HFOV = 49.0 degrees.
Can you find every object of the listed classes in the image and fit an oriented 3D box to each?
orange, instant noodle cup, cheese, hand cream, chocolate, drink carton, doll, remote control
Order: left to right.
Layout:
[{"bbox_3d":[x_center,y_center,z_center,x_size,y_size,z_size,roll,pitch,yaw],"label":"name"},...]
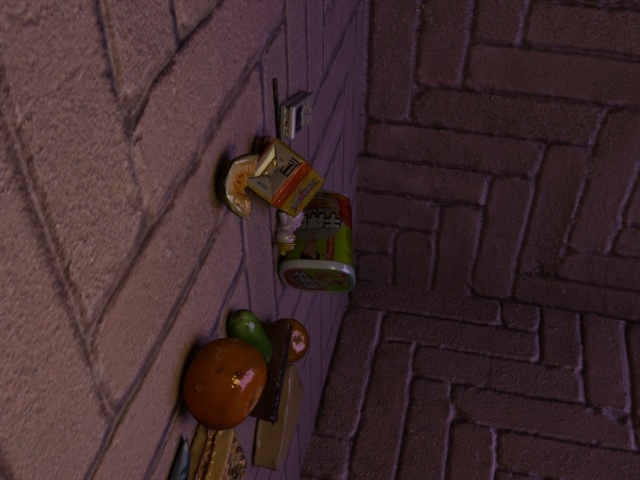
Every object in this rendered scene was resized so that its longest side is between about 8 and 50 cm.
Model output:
[{"bbox_3d":[-0.329,0.578,1.578,0.091,0.058,0.272,93,5,-50],"label":"hand cream"},{"bbox_3d":[-0.225,0.329,1.624,0.224,0.170,0.224,-53,162,-25],"label":"orange"},{"bbox_3d":[-0.168,0.415,2.225,0.112,0.111,0.322,64,35,-77],"label":"chocolate"},{"bbox_3d":[-0.154,0.646,2.525,0.384,0.104,0.384,9,90,-81],"label":"cheese"},{"bbox_3d":[-0.097,-0.166,1.975,0.155,0.111,0.351,-51,171,2],"label":"drink carton"},{"bbox_3d":[-0.115,0.338,2.367,0.134,0.154,0.155,-22,-129,56],"label":"orange"},{"bbox_3d":[-0.103,-0.052,2.286,0.129,0.081,0.207,30,69,-60],"label":"doll"},{"bbox_3d":[-0.071,-0.401,2.230,0.277,0.055,0.103,-61,157,-66],"label":"remote control"},{"bbox_3d":[0.000,0.000,2.478,0.294,0.293,0.308,76,17,-67],"label":"instant noodle cup"}]

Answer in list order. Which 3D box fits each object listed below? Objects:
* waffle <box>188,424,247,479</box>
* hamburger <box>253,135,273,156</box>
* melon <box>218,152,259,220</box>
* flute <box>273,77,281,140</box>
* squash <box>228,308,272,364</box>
[{"bbox_3d":[-0.289,0.664,1.723,0.261,0.113,0.376,83,18,-51],"label":"waffle"},{"bbox_3d":[-0.154,-0.247,1.902,0.083,0.044,0.076,-33,129,-80],"label":"hamburger"},{"bbox_3d":[-0.204,-0.135,1.639,0.128,0.079,0.160,16,84,-62],"label":"melon"},{"bbox_3d":[-0.126,-0.358,2.067,0.270,0.014,0.014,89,14,-45],"label":"flute"},{"bbox_3d":[-0.193,0.293,2.000,0.379,0.101,0.102,85,16,-61],"label":"squash"}]
